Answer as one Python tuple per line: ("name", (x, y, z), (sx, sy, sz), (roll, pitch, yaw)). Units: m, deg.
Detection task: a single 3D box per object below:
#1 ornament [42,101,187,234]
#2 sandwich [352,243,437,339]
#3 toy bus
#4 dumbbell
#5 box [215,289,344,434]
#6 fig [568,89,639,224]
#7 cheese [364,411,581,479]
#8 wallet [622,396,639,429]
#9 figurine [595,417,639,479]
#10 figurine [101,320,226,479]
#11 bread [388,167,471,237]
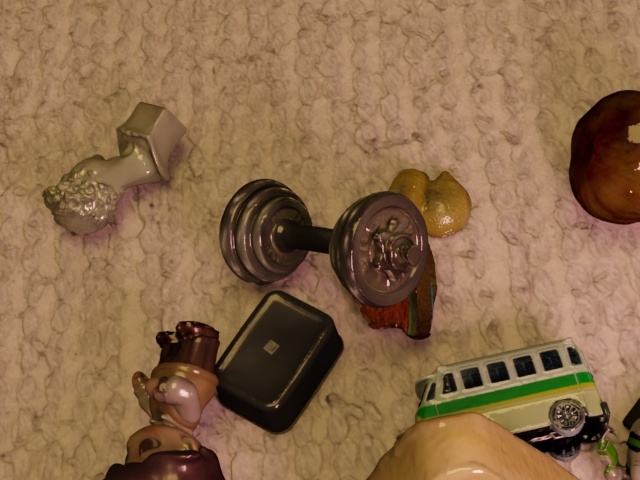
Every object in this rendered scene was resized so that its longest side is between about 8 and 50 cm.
("ornament", (-0.353, -0.120, 2.102), (0.285, 0.120, 0.130), (-40, 41, -14))
("sandwich", (0.123, 0.059, 1.922), (0.159, 0.079, 0.235), (-51, 54, 30))
("toy bus", (0.273, 0.250, 1.769), (0.276, 0.133, 0.164), (-12, 59, 1))
("dumbbell", (0.000, 0.000, 1.869), (0.406, 0.179, 0.179), (9, 57, 46))
("box", (-0.069, 0.188, 1.887), (0.145, 0.090, 0.201), (27, 66, 22))
("fig", (0.571, -0.122, 1.933), (0.321, 0.217, 0.216), (10, 59, -11))
("cheese", (0.225, 0.378, 1.634), (0.384, 0.384, 0.104), (-9, 51, 4))
("wallet", (0.632, 0.189, 1.796), (0.197, 0.051, 0.377), (31, 70, 26))
("figurine", (0.475, 0.322, 1.682), (0.147, 0.126, 0.192), (16, 82, 41))
("figurine", (-0.233, 0.297, 1.745), (0.218, 0.206, 0.364), (-18, 67, 36))
("bread", (0.173, -0.049, 2.008), (0.150, 0.065, 0.187), (16, 62, 12))
